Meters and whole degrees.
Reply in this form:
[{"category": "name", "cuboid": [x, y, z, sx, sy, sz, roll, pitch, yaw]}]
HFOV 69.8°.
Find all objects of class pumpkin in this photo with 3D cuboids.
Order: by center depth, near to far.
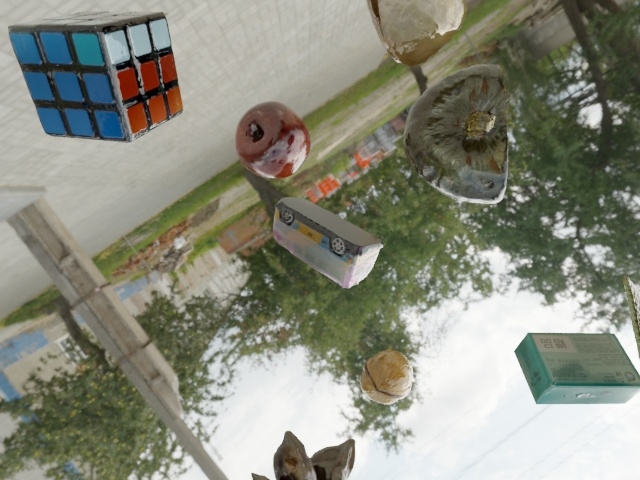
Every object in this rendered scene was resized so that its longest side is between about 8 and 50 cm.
[{"category": "pumpkin", "cuboid": [0.311, -0.243, 1.064, 0.232, 0.325, 0.242, -2, 170, 5]}]

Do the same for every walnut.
[{"category": "walnut", "cuboid": [0.180, 0.366, 1.233, 0.144, 0.144, 0.180, -32, 166, 21]}]

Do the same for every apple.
[{"category": "apple", "cuboid": [-0.139, -0.287, 1.331, 0.218, 0.218, 0.201, -31, 170, 25]}]

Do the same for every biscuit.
[{"category": "biscuit", "cuboid": [0.689, 0.200, 0.979, 0.016, 0.139, 0.231, -19, -128, 41]}]

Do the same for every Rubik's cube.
[{"category": "Rubik's cube", "cuboid": [-0.331, -0.255, 0.704, 0.162, 0.160, 0.163, 9, -145, 17]}]

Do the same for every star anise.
[{"category": "star anise", "cuboid": [-0.014, 0.367, 0.624, 0.197, 0.212, 0.073, 11, 178, -31]}]

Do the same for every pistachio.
[{"category": "pistachio", "cuboid": [0.168, -0.448, 0.864, 0.260, 0.212, 0.163, -6, -162, -44]}]

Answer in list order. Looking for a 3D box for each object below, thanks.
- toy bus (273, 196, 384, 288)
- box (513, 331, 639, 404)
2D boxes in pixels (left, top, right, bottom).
[{"category": "toy bus", "cuboid": [0.000, 0.000, 1.521, 0.171, 0.386, 0.162, -13, 127, -51]}, {"category": "box", "cuboid": [0.629, 0.313, 1.127, 0.153, 0.245, 0.092, -94, -170, -46]}]
